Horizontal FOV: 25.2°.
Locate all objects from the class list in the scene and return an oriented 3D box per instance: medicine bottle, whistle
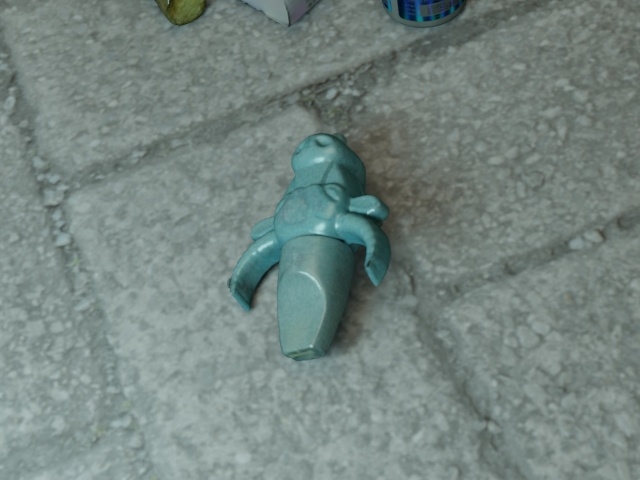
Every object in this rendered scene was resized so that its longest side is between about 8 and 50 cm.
[{"bbox_3d":[0.116,-0.347,1.674,0.107,0.191,0.107,-4,55,5],"label":"medicine bottle"},{"bbox_3d":[0.000,0.000,1.520,0.186,0.093,0.274,-13,53,32],"label":"whistle"}]

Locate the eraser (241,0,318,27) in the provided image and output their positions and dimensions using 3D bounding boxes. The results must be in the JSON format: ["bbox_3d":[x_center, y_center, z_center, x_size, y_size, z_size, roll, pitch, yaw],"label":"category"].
[{"bbox_3d":[0.005,-0.402,1.793,0.130,0.086,0.287,35,67,25],"label":"eraser"}]

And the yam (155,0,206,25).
[{"bbox_3d":[-0.244,-0.412,1.840,0.081,0.081,0.357,-29,58,-11],"label":"yam"}]
